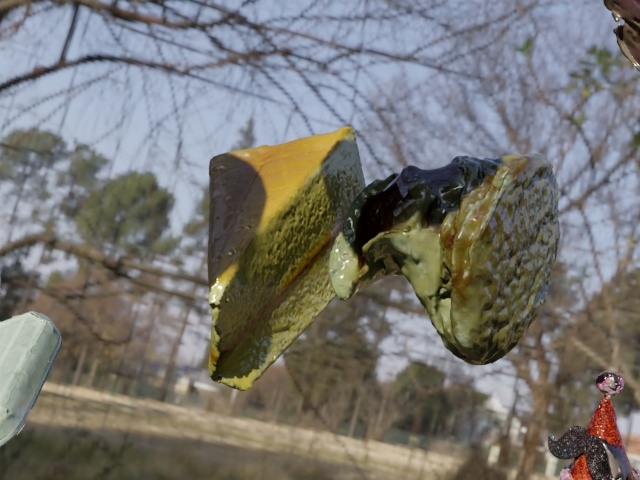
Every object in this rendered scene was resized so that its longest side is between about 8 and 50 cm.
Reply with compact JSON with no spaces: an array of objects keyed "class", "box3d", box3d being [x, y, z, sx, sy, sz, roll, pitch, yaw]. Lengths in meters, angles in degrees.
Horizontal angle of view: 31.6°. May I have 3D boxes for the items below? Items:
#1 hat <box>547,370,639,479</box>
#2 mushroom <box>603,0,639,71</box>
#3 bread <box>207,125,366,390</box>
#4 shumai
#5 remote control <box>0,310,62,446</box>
[{"class":"hat","box3d":[0.399,0.291,1.573,0.129,0.227,0.140,-3,19,-8]},{"class":"mushroom","box3d":[0.409,-0.273,1.287,0.117,0.141,0.188,-17,-37,-12]},{"class":"bread","box3d":[-0.044,0.039,1.638,0.245,0.362,0.233,-10,-55,6]},{"class":"shumai","box3d":[0.176,-0.010,1.660,0.288,0.330,0.292,9,-43,36]},{"class":"remote control","box3d":[-0.391,0.170,1.382,0.104,0.247,0.052,-11,-60,11]}]
